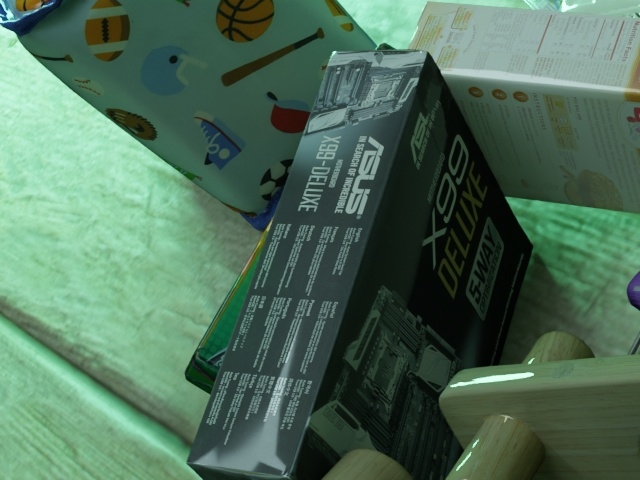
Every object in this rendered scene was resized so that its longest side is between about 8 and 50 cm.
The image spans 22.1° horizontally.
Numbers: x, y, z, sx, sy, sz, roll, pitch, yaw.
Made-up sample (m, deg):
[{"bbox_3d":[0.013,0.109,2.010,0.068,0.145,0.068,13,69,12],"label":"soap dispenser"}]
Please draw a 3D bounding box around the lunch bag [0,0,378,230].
[{"bbox_3d":[-0.159,-0.231,1.518,0.239,0.328,0.385,-45,37,6],"label":"lunch bag"}]

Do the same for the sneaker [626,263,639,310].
[{"bbox_3d":[0.242,0.095,0.980,0.104,0.095,0.236,-52,35,11],"label":"sneaker"}]

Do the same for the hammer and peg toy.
[{"bbox_3d":[0.177,0.169,0.857,0.361,0.266,0.127,-11,29,44],"label":"hammer and peg toy"}]

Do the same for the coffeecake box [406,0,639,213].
[{"bbox_3d":[0.165,-0.089,1.128,0.186,0.142,0.068,9,60,25],"label":"coffeecake box"}]

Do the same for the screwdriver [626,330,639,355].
[{"bbox_3d":[0.204,0.081,1.097,0.170,0.024,0.025,-59,6,-23],"label":"screwdriver"}]

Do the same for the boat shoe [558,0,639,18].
[{"bbox_3d":[0.271,-0.133,1.155,0.277,0.098,0.096,0,80,60],"label":"boat shoe"}]

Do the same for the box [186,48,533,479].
[{"bbox_3d":[0.039,0.066,1.086,0.077,0.242,0.307,3,59,28],"label":"box"}]

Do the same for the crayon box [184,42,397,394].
[{"bbox_3d":[0.000,0.000,1.274,0.278,0.081,0.165,-60,1,-12],"label":"crayon box"}]

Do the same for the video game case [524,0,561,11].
[{"bbox_3d":[0.230,-0.220,1.344,0.122,0.011,0.087,-44,35,9],"label":"video game case"}]
